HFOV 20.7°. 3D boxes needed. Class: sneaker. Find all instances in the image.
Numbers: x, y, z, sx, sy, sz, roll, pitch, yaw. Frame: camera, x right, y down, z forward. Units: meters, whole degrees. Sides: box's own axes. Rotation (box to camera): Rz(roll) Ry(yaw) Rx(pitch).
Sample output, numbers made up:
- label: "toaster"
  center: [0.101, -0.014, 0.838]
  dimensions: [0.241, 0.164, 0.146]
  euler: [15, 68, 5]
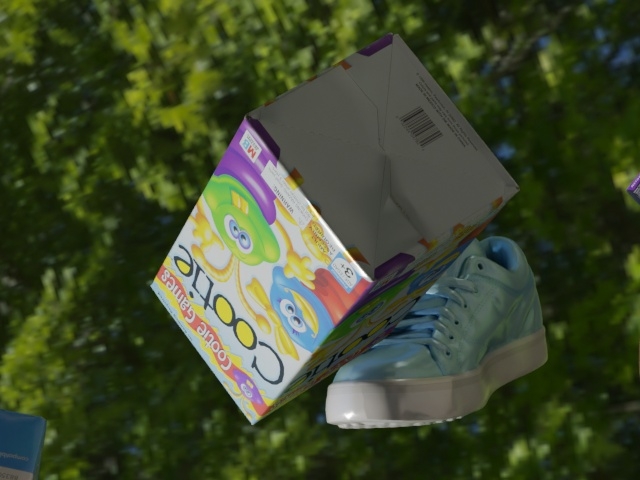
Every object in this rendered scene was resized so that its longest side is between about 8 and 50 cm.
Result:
- label: "sneaker"
  center: [0.095, 0.071, 1.557]
  dimensions: [0.366, 0.135, 0.150]
  euler: [-19, -80, -66]

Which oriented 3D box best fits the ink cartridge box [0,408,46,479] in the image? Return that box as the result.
- label: "ink cartridge box"
  center: [-0.183, 0.180, 0.851]
  dimensions: [0.060, 0.104, 0.180]
  euler: [13, -134, -5]

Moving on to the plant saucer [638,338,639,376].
- label: "plant saucer"
  center: [0.393, 0.117, 1.524]
  dimensions: [0.278, 0.041, 0.278]
  euler: [5, -105, -20]

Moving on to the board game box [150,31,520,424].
- label: "board game box"
  center: [0.000, 0.000, 1.273]
  dimensions: [0.142, 0.275, 0.144]
  euler: [-32, -102, -29]

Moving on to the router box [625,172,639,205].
- label: "router box"
  center: [0.417, 0.000, 1.841]
  dimensions: [0.179, 0.133, 0.046]
  euler: [32, -76, -26]
